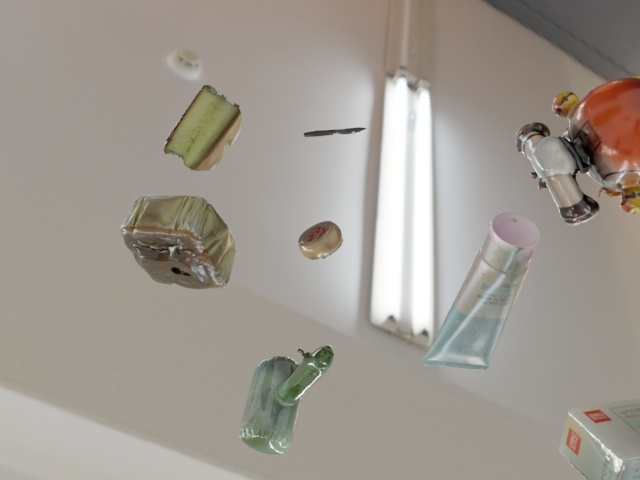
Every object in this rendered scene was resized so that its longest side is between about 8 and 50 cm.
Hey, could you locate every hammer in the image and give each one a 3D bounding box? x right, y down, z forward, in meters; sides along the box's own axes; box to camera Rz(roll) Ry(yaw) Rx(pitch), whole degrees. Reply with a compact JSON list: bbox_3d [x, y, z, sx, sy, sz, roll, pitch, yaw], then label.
[{"bbox_3d":[-0.059,0.297,1.589,0.119,0.335,0.206,21,-129,-13],"label":"hammer"}]

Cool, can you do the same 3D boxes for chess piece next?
[{"bbox_3d":[0.000,0.000,1.421,0.038,0.083,0.084,62,-148,-28],"label":"chess piece"}]

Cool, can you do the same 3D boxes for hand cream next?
[{"bbox_3d":[0.234,0.097,1.139,0.111,0.312,0.070,4,-137,-6],"label":"hand cream"}]

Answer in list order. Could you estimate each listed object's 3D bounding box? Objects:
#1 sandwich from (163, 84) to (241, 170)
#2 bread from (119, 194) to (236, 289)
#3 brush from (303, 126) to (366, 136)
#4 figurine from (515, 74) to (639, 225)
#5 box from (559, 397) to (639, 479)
[{"bbox_3d":[-0.288,-0.241,1.845,0.122,0.128,0.236,25,-125,6],"label":"sandwich"},{"bbox_3d":[-0.281,0.009,1.542,0.110,0.209,0.192,-64,-34,-35],"label":"bread"},{"bbox_3d":[0.018,-0.137,0.989,0.024,0.083,0.008,-32,-62,-68],"label":"brush"},{"bbox_3d":[0.591,-0.208,1.601,0.320,0.323,0.196,63,-172,25],"label":"figurine"},{"bbox_3d":[0.496,0.293,1.120,0.269,0.079,0.135,-3,-158,-20],"label":"box"}]
